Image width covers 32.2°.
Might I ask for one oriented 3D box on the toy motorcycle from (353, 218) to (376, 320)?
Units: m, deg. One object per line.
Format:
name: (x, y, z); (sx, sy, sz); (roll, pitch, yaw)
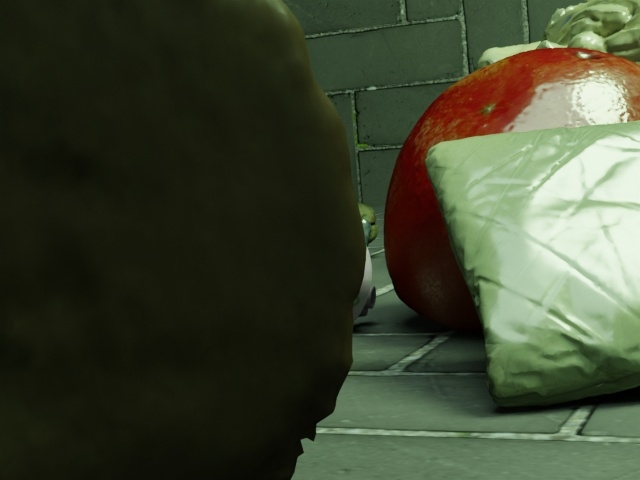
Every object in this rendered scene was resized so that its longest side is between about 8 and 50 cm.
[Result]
toy motorcycle: (-0.023, 0.038, 0.973); (0.188, 0.143, 0.327); (6, -7, 19)

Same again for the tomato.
tomato: (0.187, -0.072, 1.033); (0.338, 0.144, 0.338); (-20, 35, 15)

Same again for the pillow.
pillow: (0.231, 0.007, 0.815); (0.274, 0.076, 0.281); (-5, 40, -4)

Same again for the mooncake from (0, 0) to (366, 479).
mooncake: (-0.149, -0.007, 0.491); (0.324, 0.324, 0.187); (-9, 3, -42)

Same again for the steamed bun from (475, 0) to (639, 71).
steamed bun: (0.374, -0.150, 1.452); (0.339, 0.352, 0.247); (-4, 13, 39)

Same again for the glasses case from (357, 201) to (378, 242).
glasses case: (-0.077, -0.003, 1.647); (0.156, 0.098, 0.425); (-6, 3, 38)
